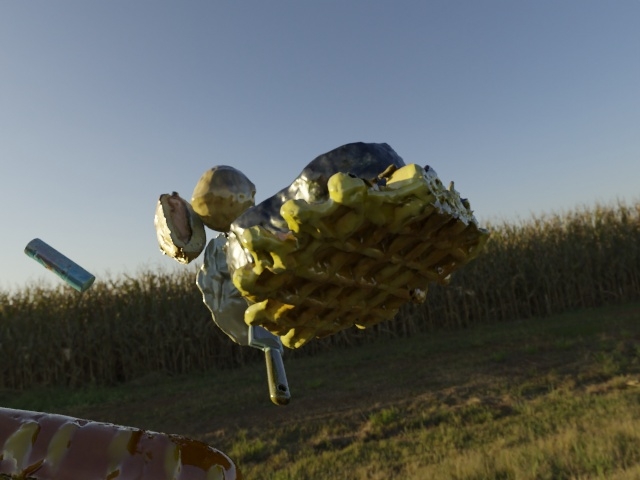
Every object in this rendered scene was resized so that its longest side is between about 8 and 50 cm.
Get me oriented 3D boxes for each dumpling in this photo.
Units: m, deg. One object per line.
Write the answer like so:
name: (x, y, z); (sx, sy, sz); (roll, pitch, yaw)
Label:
dumpling: (-0.187, 0.107, 0.951); (0.146, 0.258, 0.193); (-21, 1, 19)

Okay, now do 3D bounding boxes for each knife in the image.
knife: (-0.091, 0.174, 0.751); (0.061, 0.027, 0.343); (21, 7, -13)

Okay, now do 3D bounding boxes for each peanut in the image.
peanut: (-0.205, -0.088, 0.932); (0.109, 0.141, 0.159); (-20, -5, 27)

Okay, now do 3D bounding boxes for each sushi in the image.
sushi: (0.000, 0.000, 0.682); (0.350, 0.171, 0.210); (-30, -17, 29)

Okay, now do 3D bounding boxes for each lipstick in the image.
lipstick: (-0.599, 0.057, 1.014); (0.157, 0.048, 0.048); (35, -10, -2)

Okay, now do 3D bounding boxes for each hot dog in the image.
hot dog: (-0.189, 0.188, 0.314); (0.268, 0.115, 0.072); (14, -12, -15)

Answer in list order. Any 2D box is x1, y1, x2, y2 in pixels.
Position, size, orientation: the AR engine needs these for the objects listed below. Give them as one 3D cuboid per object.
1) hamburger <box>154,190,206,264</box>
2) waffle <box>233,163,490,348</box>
hamburger: (-0.296, -0.012, 0.928); (0.087, 0.176, 0.102); (-6, -40, -37)
waffle: (0.056, 0.024, 0.495); (0.306, 0.060, 0.312); (-23, -30, -5)
